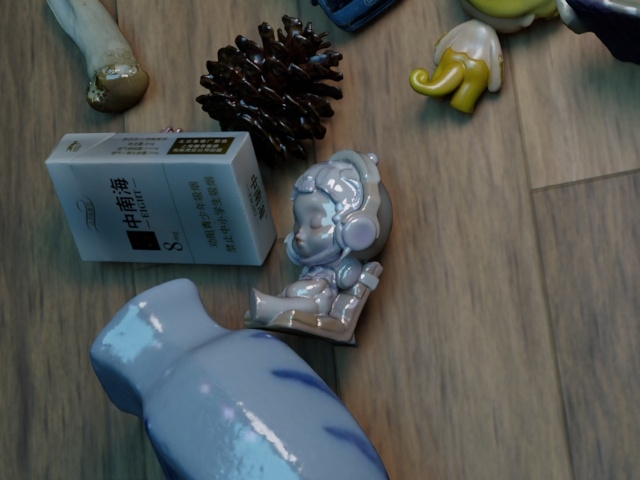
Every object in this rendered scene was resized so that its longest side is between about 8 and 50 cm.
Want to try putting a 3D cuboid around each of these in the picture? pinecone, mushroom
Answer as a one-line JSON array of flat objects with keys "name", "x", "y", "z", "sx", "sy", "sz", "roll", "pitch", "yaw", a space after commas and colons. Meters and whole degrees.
[{"name": "pinecone", "x": -0.047, "y": -0.183, "z": 1.568, "sx": 0.163, "sy": 0.163, "sz": 0.165, "roll": 32, "pitch": 76, "yaw": 24}, {"name": "mushroom", "x": -0.290, "y": -0.254, "z": 1.719, "sx": 0.084, "sy": 0.071, "sz": 0.209, "roll": -52, "pitch": 58, "yaw": 38}]

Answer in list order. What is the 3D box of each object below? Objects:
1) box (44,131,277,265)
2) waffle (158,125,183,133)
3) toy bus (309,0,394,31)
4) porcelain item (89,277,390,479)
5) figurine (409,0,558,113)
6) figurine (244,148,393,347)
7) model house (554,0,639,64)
[{"name": "box", "x": -0.186, "y": -0.049, "z": 1.581, "sx": 0.243, "sy": 0.155, "sz": 0.067, "roll": 2, "pitch": 37, "yaw": 20}, {"name": "waffle", "x": -0.186, "y": -0.098, "z": 1.662, "sx": 0.075, "sy": 0.029, "sz": 0.083, "roll": -21, "pitch": 73, "yaw": 15}, {"name": "toy bus", "x": -0.004, "y": -0.377, "z": 1.601, "sx": 0.113, "sy": 0.134, "sz": 0.246, "roll": -35, "pitch": 67, "yaw": 10}, {"name": "porcelain item", "x": -0.062, "y": 0.226, "z": 1.424, "sx": 0.178, "sy": 0.242, "sz": 0.405, "roll": -39, "pitch": 61, "yaw": -18}, {"name": "figurine", "x": 0.191, "y": -0.266, "z": 1.516, "sx": 0.156, "sy": 0.131, "sz": 0.246, "roll": 25, "pitch": 101, "yaw": 21}, {"name": "figurine", "x": 0.003, "y": 0.001, "z": 1.505, "sx": 0.162, "sy": 0.141, "sz": 0.236, "roll": 1, "pitch": 71, "yaw": 63}, {"name": "model house", "x": 0.369, "y": -0.334, "z": 1.403, "sx": 0.280, "sy": 0.245, "sz": 0.312, "roll": -24, "pitch": 72, "yaw": 21}]
